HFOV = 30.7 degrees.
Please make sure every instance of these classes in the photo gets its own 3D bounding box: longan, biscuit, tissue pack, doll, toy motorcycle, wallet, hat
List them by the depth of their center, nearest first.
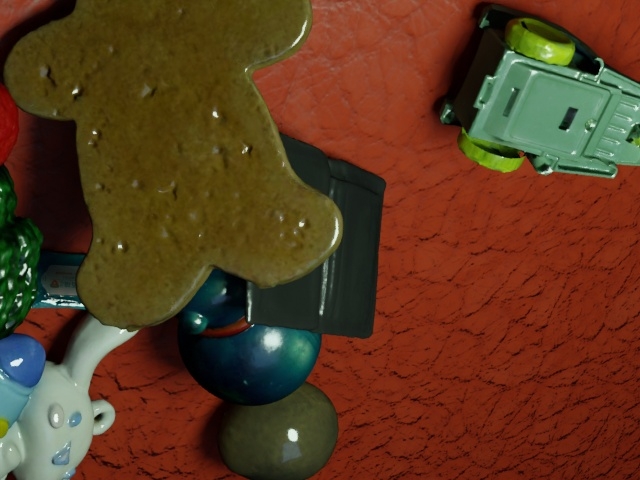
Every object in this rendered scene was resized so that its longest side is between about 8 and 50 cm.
[{"bbox_3d":[-0.444,-0.043,1.327,0.274,0.242,0.332,-15,122,-63],"label":"hat"},{"bbox_3d":[-0.153,-0.120,1.367,0.368,0.076,0.394,-18,95,5],"label":"biscuit"},{"bbox_3d":[-0.331,0.052,1.541,0.138,0.028,0.085,6,78,-25],"label":"tissue pack"},{"bbox_3d":[-0.431,0.246,1.543,0.365,0.187,0.376,7,92,-40],"label":"doll"},{"bbox_3d":[0.000,0.000,1.546,0.323,0.041,0.247,15,76,-59],"label":"wallet"},{"bbox_3d":[-0.115,0.108,1.580,0.198,0.186,0.322,-4,144,31],"label":"doll"},{"bbox_3d":[0.342,-0.195,1.615,0.326,0.200,0.191,12,117,-20],"label":"toy motorcycle"},{"bbox_3d":[-0.064,0.295,1.783,0.187,0.167,0.167,-10,130,7],"label":"longan"}]
